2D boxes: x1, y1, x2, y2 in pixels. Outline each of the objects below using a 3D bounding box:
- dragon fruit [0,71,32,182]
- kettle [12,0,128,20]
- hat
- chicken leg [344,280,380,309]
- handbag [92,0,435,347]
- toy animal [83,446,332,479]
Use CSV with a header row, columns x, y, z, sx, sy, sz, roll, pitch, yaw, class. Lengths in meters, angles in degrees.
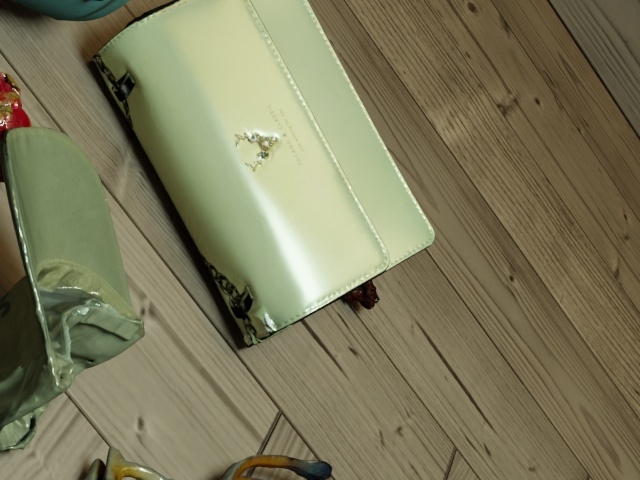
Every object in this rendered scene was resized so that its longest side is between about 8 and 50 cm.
x,y,z,sx,sy,sz,roll,pitch,yaw,class
-0.319,-0.092,1.399,0.133,0.166,0.136,-26,114,-23,dragon fruit
-0.304,-0.373,1.595,0.342,0.247,0.319,48,5,-38,kettle
-0.248,0.041,1.356,0.244,0.149,0.214,65,14,-1,hat
0.002,0.004,1.919,0.205,0.053,0.093,53,10,-27,chicken leg
-0.064,-0.093,1.755,0.237,0.160,0.358,-28,89,-37,handbag
-0.086,0.249,1.493,0.302,0.225,0.284,31,21,-26,toy animal
